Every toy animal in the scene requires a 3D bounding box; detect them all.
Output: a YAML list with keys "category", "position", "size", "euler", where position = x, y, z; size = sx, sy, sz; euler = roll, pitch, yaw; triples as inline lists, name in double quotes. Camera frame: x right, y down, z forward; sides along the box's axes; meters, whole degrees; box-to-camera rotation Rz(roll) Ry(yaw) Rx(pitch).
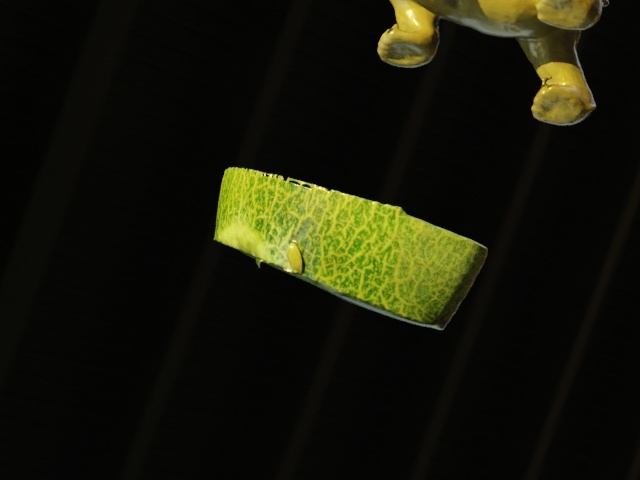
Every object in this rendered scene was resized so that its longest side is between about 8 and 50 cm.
- category: "toy animal"
  position: [0.087, -0.167, 0.845]
  size: [0.219, 0.103, 0.101]
  euler: [19, -130, -4]

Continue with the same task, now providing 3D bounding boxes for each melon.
- category: "melon"
  position: [0.000, 0.000, 0.875]
  size: [0.118, 0.209, 0.064]
  euler: [18, -91, -31]
